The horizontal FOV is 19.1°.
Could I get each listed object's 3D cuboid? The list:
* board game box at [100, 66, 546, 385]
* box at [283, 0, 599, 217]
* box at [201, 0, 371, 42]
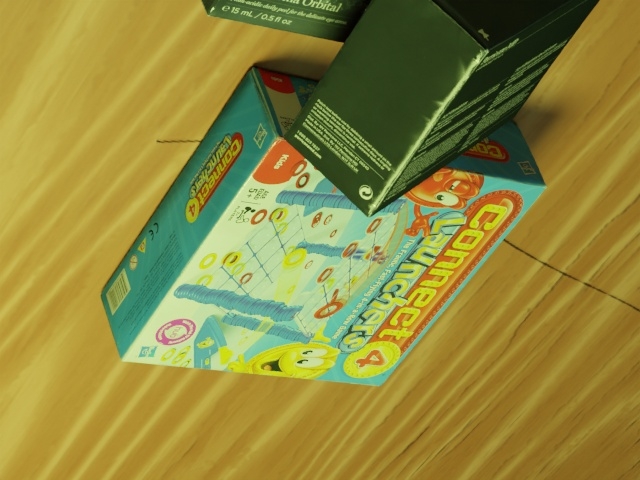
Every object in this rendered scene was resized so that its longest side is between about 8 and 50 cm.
[{"bbox_3d":[0.000,0.000,1.764,0.302,0.086,0.308,8,134,-34],"label":"board game box"},{"bbox_3d":[0.111,-0.153,1.513,0.261,0.103,0.184,-34,166,-52],"label":"box"},{"bbox_3d":[-0.001,-0.243,1.455,0.156,0.093,0.158,7,134,-33],"label":"box"}]
